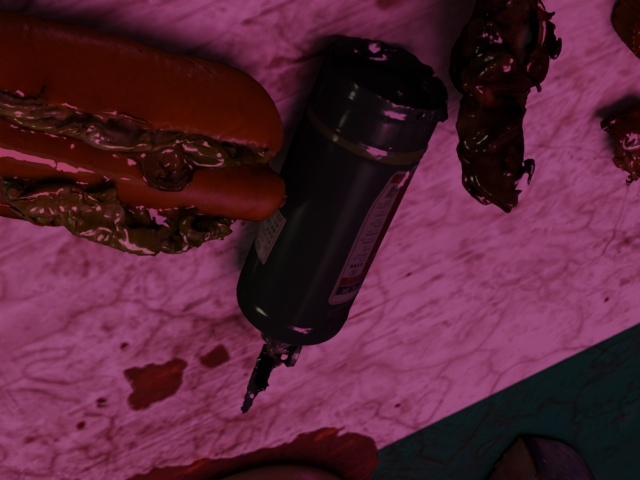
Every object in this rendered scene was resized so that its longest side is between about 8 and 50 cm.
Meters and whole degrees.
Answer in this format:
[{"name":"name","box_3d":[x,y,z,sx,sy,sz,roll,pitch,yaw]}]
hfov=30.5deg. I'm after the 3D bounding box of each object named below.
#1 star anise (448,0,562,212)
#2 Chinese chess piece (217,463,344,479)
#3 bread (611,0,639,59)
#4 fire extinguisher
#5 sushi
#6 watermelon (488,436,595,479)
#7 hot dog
[{"name":"star anise","box_3d":[0.127,-0.134,0.795,0.073,0.177,0.234,13,110,8]},{"name":"Chinese chess piece","box_3d":[-0.062,0.331,1.125,0.273,0.102,0.273,-16,136,-17]},{"name":"bread","box_3d":[0.267,-0.169,0.879,0.085,0.053,0.085,-15,135,-16]},{"name":"fire extinguisher","box_3d":[0.000,0.000,0.864,0.093,0.118,0.294,23,122,-1]},{"name":"sushi","box_3d":[0.272,-0.073,0.973,0.118,0.061,0.060,39,114,-24]},{"name":"watermelon","box_3d":[0.241,0.383,1.281,0.188,0.175,0.322,3,128,-29]},{"name":"hot dog","box_3d":[-0.157,-0.064,0.713,0.337,0.100,0.135,10,123,-33]}]
